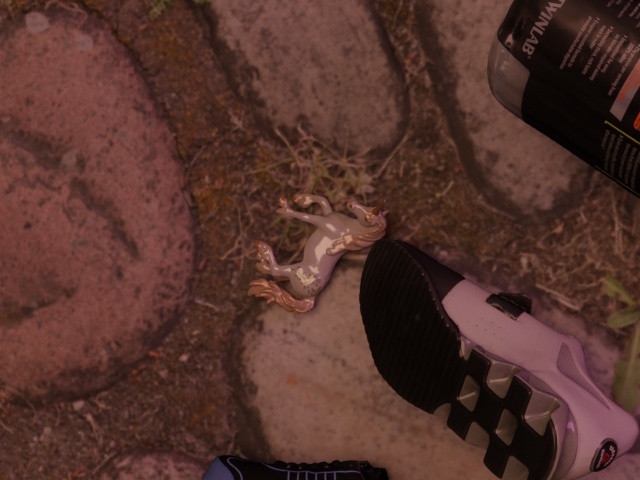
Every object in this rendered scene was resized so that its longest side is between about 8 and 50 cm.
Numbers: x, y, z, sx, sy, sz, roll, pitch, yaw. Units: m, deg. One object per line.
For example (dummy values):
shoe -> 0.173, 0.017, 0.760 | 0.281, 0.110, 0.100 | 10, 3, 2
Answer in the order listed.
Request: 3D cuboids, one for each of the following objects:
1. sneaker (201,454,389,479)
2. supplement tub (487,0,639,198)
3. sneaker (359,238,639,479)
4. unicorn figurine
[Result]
sneaker -> 0.004, 0.241, 1.901 | 0.232, 0.081, 0.090 | 23, 90, 14
supplement tub -> 0.332, -0.125, 1.743 | 0.338, 0.207, 0.207 | 36, 97, 19
sneaker -> 0.162, 0.112, 1.845 | 0.330, 0.146, 0.122 | 47, 129, 40
unicorn figurine -> 0.000, 0.000, 1.939 | 0.111, 0.060, 0.162 | 31, 112, 20
